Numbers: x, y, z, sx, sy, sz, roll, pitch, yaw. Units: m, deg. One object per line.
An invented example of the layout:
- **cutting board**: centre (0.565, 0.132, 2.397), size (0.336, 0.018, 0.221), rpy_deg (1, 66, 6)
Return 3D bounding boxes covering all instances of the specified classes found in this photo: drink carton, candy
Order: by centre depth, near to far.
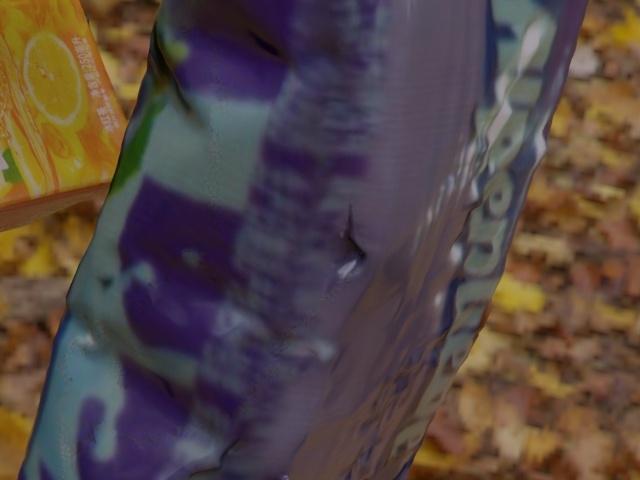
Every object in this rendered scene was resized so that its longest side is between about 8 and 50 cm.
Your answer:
- **candy**: centre (0.000, 0.000, 0.449), size (0.070, 0.275, 0.145), rpy_deg (29, 22, 31)
- **drink carton**: centre (-0.162, -0.044, 0.782), size (0.071, 0.096, 0.223), rpy_deg (-22, -1, 23)
